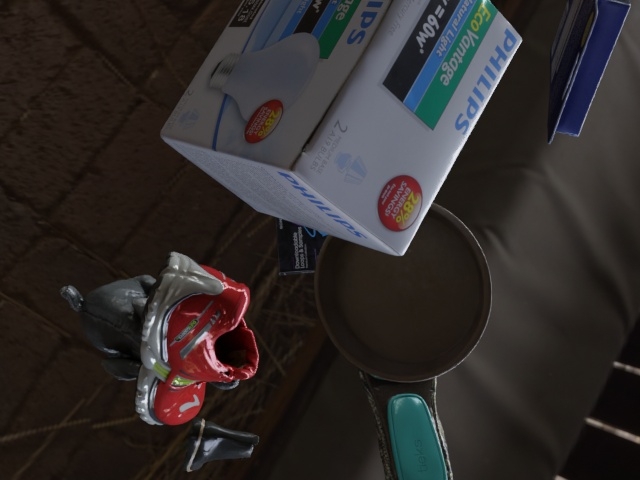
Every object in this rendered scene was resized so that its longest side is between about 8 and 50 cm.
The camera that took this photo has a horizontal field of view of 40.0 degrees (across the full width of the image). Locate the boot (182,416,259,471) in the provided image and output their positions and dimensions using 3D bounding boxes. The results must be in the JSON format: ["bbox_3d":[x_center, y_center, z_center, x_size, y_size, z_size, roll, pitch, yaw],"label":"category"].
[{"bbox_3d":[-0.204,0.433,1.791,0.137,0.198,0.077,13,59,-4],"label":"boot"}]

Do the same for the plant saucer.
[{"bbox_3d":[0.122,0.071,1.310,0.041,0.277,0.278,-9,106,-64],"label":"plant saucer"}]

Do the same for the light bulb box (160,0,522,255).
[{"bbox_3d":[0.018,-0.211,1.237,0.225,0.361,0.358,36,79,-36],"label":"light bulb box"}]

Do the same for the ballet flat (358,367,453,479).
[{"bbox_3d":[0.150,0.297,1.710,0.164,0.182,0.483,-1,66,-10],"label":"ballet flat"}]

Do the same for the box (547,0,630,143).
[{"bbox_3d":[0.258,-0.197,0.859,0.225,0.036,0.136,-67,171,-51],"label":"box"}]

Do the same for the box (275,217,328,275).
[{"bbox_3d":[0.000,0.000,1.606,0.162,0.029,0.116,-5,77,0],"label":"box"}]

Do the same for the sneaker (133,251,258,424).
[{"bbox_3d":[-0.126,0.128,0.928,0.118,0.279,0.107,18,54,3],"label":"sneaker"}]

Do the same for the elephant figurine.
[{"bbox_3d":[-0.273,0.156,1.417,0.186,0.239,0.169,-24,124,-28],"label":"elephant figurine"}]
